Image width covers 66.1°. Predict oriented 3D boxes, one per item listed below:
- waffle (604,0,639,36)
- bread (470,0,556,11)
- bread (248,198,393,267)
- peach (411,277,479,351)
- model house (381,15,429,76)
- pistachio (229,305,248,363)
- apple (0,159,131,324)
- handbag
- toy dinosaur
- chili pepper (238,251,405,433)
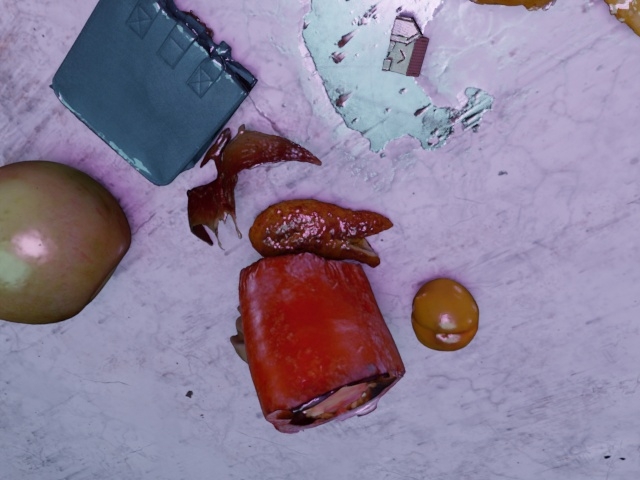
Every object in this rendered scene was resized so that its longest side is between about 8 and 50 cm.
[{"bbox_3d":[0.455,-0.410,0.602,0.168,0.057,0.274,35,122,-10],"label":"waffle"},{"bbox_3d":[0.245,-0.441,0.595,0.153,0.119,0.288,6,122,4],"label":"bread"},{"bbox_3d":[-0.002,-0.007,0.927,0.269,0.095,0.139,9,130,2],"label":"bread"},{"bbox_3d":[0.240,0.146,0.947,0.138,0.138,0.138,6,122,9],"label":"peach"},{"bbox_3d":[0.132,-0.293,0.744,0.058,0.057,0.083,18,121,7],"label":"model house"},{"bbox_3d":[-0.044,0.217,1.036,0.293,0.181,0.162,10,85,2],"label":"pistachio"},{"bbox_3d":[-0.523,0.012,0.924,0.277,0.319,0.319,40,121,-4],"label":"apple"},{"bbox_3d":[-0.275,-0.261,0.833,0.269,0.100,0.274,41,120,-9],"label":"handbag"},{"bbox_3d":[-0.157,-0.077,0.898,0.113,0.206,0.327,7,126,-39],"label":"toy dinosaur"},{"bbox_3d":[-0.006,0.149,0.853,0.251,0.305,0.229,-13,153,-5],"label":"chili pepper"}]
